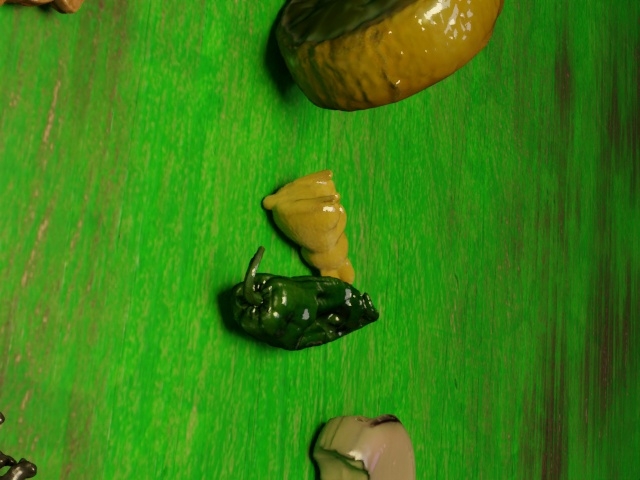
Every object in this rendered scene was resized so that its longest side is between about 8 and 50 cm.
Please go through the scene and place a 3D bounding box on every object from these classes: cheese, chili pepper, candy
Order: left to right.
[{"bbox_3d":[-0.018,0.073,1.026,0.074,0.100,0.257,47,16,22],"label":"chili pepper"},{"bbox_3d":[0.049,0.344,1.107,0.163,0.082,0.286,17,74,-54],"label":"cheese"},{"bbox_3d":[0.074,-0.246,1.048,0.118,0.260,0.260,53,45,-33],"label":"candy"}]

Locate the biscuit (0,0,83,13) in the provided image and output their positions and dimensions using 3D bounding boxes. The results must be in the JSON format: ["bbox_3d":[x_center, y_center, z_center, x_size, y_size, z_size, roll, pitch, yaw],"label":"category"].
[{"bbox_3d":[-0.280,-0.251,0.695,0.280,0.043,0.183,29,59,-47],"label":"biscuit"}]

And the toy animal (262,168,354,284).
[{"bbox_3d":[-0.003,0.000,1.087,0.070,0.083,0.159,-99,171,-45],"label":"toy animal"}]

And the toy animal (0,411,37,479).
[{"bbox_3d":[-0.244,0.183,0.704,0.065,0.047,0.135,-50,129,-40],"label":"toy animal"}]
